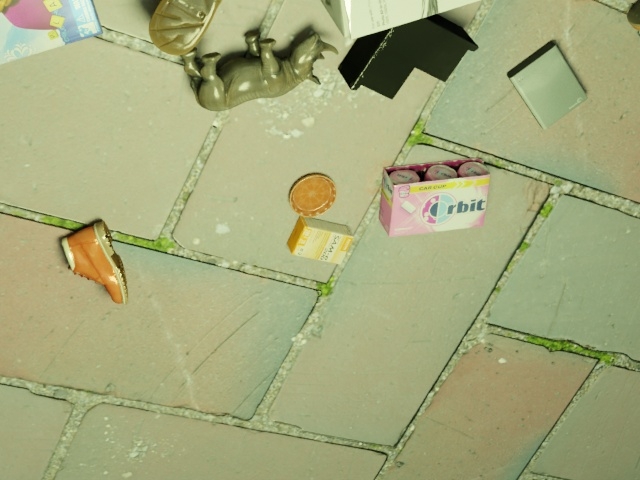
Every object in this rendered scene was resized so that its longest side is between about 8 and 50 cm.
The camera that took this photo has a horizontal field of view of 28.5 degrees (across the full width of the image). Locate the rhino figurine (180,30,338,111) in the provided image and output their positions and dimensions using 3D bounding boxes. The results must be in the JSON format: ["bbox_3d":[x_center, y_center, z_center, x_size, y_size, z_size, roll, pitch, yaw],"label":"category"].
[{"bbox_3d":[-0.089,-0.266,1.952,0.243,0.073,0.106,-15,123,-11],"label":"rhino figurine"}]

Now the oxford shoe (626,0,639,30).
[{"bbox_3d":[0.615,-0.388,2.118,0.212,0.076,0.076,-19,139,-5],"label":"oxford shoe"}]

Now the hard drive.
[{"bbox_3d":[0.388,-0.263,2.153,0.094,0.022,0.135,-36,128,7],"label":"hard drive"}]

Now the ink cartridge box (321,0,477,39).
[{"bbox_3d":[0.136,-0.422,1.832,0.289,0.211,0.122,-18,128,-7],"label":"ink cartridge box"}]

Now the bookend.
[{"bbox_3d":[0.140,-0.292,2.013,0.157,0.072,0.156,20,116,-31],"label":"bookend"}]

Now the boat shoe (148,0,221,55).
[{"bbox_3d":[-0.156,-0.402,1.834,0.104,0.089,0.285,37,103,-19],"label":"boat shoe"}]

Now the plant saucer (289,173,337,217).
[{"bbox_3d":[-0.014,-0.078,2.147,0.083,0.013,0.083,-10,126,-14],"label":"plant saucer"}]

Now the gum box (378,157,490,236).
[{"bbox_3d":[0.202,-0.075,2.194,0.188,0.062,0.107,-7,126,-15],"label":"gum box"}]

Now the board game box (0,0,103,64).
[{"bbox_3d":[-0.496,-0.386,1.725,0.318,0.066,0.319,-19,128,-6],"label":"board game box"}]

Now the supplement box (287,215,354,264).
[{"bbox_3d":[0.000,0.000,2.192,0.098,0.036,0.062,11,120,-26],"label":"supplement box"}]

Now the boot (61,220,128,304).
[{"bbox_3d":[-0.369,0.047,2.086,0.084,0.059,0.158,-20,120,-1],"label":"boot"}]
